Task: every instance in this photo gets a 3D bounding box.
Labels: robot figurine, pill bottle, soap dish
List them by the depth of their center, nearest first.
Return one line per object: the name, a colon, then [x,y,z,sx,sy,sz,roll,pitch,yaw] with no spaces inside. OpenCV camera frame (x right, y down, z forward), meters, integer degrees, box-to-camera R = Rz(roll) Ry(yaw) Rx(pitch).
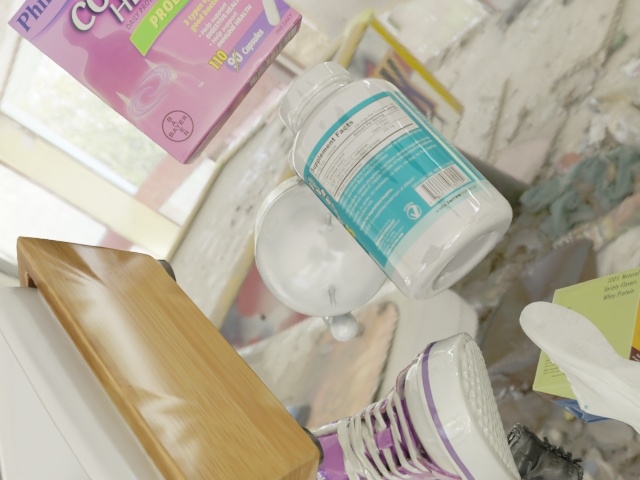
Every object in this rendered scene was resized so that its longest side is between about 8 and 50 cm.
soap dish: [-0.108,0.166,0.522,0.229,0.118,0.290,42,138,37]
pill bottle: [0.069,-0.074,0.913,0.146,0.264,0.146,-34,-21,-15]
robot figurine: [0.000,0.000,1.279,0.200,0.299,0.353,-17,10,-2]

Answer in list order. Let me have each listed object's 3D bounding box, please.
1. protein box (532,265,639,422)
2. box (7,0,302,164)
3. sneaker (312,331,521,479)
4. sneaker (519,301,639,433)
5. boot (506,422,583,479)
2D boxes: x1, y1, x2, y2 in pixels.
protein box: [0.494,0.179,1.419,0.200,0.136,0.201,-27,36,54]
box: [-0.180,-0.244,0.964,0.213,0.243,0.117,-50,6,2]
sneaker: [0.055,0.151,0.605,0.282,0.161,0.102,59,-163,-65]
sneaker: [0.322,0.162,1.016,0.080,0.212,0.094,-40,-21,-42]
boot: [0.252,0.291,1.027,0.121,0.099,0.045,-53,9,2]
